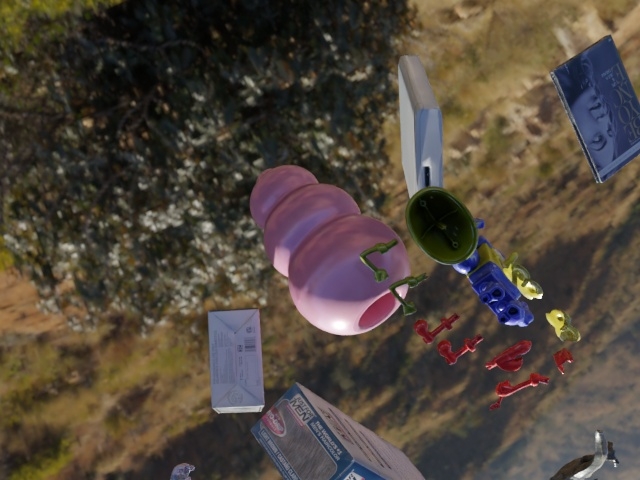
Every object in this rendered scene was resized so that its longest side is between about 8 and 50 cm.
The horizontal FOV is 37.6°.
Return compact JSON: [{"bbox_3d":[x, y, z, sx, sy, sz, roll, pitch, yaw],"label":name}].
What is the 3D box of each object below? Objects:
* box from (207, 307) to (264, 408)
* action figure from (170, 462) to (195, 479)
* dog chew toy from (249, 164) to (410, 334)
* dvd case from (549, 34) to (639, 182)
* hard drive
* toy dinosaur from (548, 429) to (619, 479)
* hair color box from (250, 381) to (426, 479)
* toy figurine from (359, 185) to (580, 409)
[{"bbox_3d":[-0.149,0.222,1.681,0.087,0.169,0.290,-3,170,-5],"label":"box"},{"bbox_3d":[-0.221,0.492,1.382,0.370,0.248,0.276,27,140,-35],"label":"action figure"},{"bbox_3d":[0.000,0.000,1.590,0.207,0.332,0.206,-31,152,-19],"label":"dog chew toy"},{"bbox_3d":[0.511,-0.238,1.692,0.164,0.221,0.018,-33,-166,-27],"label":"dvd case"},{"bbox_3d":[0.177,-0.175,1.679,0.047,0.353,0.233,-3,115,2],"label":"hard drive"},{"bbox_3d":[0.401,0.365,1.454,0.118,0.064,0.268,-2,141,-30],"label":"toy dinosaur"},{"bbox_3d":[0.059,0.364,1.445,0.105,0.174,0.347,-46,136,2],"label":"hair color box"},{"bbox_3d":[0.236,0.063,1.510,0.191,0.362,0.217,-41,-170,16],"label":"toy figurine"}]
